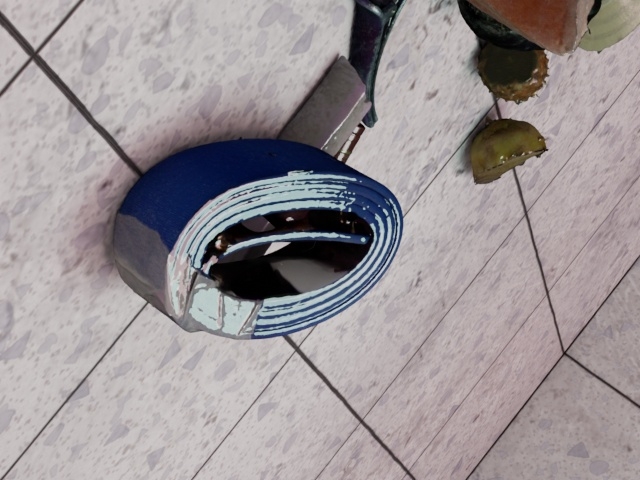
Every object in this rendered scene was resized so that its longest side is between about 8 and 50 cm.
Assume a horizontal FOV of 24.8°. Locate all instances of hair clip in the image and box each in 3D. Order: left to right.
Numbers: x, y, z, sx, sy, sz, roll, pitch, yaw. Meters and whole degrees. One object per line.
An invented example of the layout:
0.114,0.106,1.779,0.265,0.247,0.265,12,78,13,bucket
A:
0.060,-0.227,1.823,0.083,0.048,0.275,-43,160,-29,hair clip

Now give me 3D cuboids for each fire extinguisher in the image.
0.003,-0.090,1.895,0.157,0.045,0.078,-61,178,14,fire extinguisher

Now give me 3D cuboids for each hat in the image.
0.424,-0.412,2.169,0.252,0.110,0.252,-33,150,-23,hat

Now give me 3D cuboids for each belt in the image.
-0.067,-0.003,1.672,0.347,0.117,0.212,-6,119,-42,belt

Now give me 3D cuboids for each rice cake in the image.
-0.055,-0.062,1.788,0.365,0.072,0.056,-55,155,-2,rice cake

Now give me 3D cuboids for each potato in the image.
0.271,-0.148,2.314,0.100,0.089,0.172,-16,173,-27,potato

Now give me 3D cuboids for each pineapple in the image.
0.296,-0.247,2.171,0.108,0.108,0.197,-55,163,3,pineapple

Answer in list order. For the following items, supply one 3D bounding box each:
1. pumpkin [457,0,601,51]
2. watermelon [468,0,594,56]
0.276,-0.348,1.888,0.220,0.162,0.221,-20,141,-17,pumpkin
0.216,-0.378,1.633,0.283,0.293,0.250,-28,131,13,watermelon
